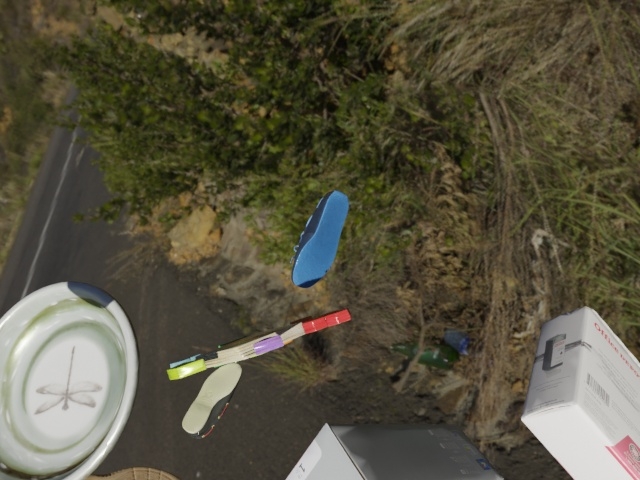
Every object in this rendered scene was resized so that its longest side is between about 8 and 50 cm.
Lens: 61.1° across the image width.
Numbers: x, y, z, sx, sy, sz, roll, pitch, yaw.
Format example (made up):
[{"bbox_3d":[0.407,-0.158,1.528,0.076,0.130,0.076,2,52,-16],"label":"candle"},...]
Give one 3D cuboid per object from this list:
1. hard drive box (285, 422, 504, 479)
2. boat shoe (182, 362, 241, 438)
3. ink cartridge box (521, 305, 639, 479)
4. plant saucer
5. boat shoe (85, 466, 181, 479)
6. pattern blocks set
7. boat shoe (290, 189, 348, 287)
[{"bbox_3d":[0.062,0.293,0.584,0.181,0.232,0.089,-57,45,15],"label":"hard drive box"},{"bbox_3d":[-0.174,0.261,0.890,0.049,0.042,0.133,21,58,24],"label":"boat shoe"},{"bbox_3d":[0.391,0.225,0.791,0.092,0.158,0.218,-37,7,42],"label":"ink cartridge box"},{"bbox_3d":[-0.503,0.283,1.058,0.400,0.100,0.400,-7,68,17],"label":"plant saucer"},{"bbox_3d":[-0.438,0.550,1.161,0.092,0.285,0.103,126,142,-48],"label":"boat shoe"},{"bbox_3d":[-0.122,0.182,0.934,0.325,0.285,0.026,-25,82,59],"label":"pattern blocks set"},{"bbox_3d":[0.000,0.000,1.372,0.258,0.109,0.089,-61,22,-7],"label":"boat shoe"}]
